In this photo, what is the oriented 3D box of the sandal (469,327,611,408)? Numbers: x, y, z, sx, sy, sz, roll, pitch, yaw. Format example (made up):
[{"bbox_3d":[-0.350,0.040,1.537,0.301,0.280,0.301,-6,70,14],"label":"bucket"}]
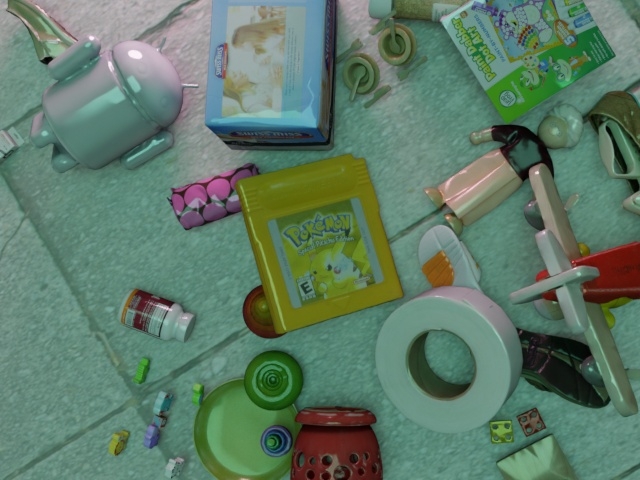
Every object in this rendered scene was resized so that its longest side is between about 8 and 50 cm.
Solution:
[{"bbox_3d":[0.453,0.251,1.889,0.302,0.086,0.120,21,69,24],"label":"sandal"}]

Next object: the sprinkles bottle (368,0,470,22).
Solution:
[{"bbox_3d":[0.278,-0.500,1.882,0.355,0.121,0.121,6,91,7],"label":"sprinkles bottle"}]

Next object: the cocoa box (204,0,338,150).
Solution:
[{"bbox_3d":[-0.091,-0.370,1.861,0.231,0.228,0.347,2,85,7],"label":"cocoa box"}]

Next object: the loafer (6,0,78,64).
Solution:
[{"bbox_3d":[-0.589,-0.430,2.009,0.268,0.102,0.092,40,90,5],"label":"loafer"}]

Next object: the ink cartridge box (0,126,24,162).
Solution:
[{"bbox_3d":[-0.710,-0.213,2.065,0.083,0.028,0.048,-40,86,6],"label":"ink cartridge box"}]

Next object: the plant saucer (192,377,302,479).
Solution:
[{"bbox_3d":[-0.155,0.414,1.993,0.241,0.037,0.241,0,90,8],"label":"plant saucer"}]

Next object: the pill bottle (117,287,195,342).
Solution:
[{"bbox_3d":[-0.351,0.165,1.992,0.152,0.086,0.086,20,93,6],"label":"pill bottle"}]

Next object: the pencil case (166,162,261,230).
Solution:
[{"bbox_3d":[-0.215,-0.098,1.971,0.209,0.095,0.098,-18,73,5],"label":"pencil case"}]

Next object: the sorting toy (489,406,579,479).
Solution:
[{"bbox_3d":[0.446,0.475,1.907,0.132,0.046,0.275,-30,87,7],"label":"sorting toy"}]

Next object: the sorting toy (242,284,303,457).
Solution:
[{"bbox_3d":[-0.104,0.263,1.911,0.127,0.126,0.366,-4,79,3],"label":"sorting toy"}]

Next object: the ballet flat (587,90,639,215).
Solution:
[{"bbox_3d":[0.631,-0.134,1.831,0.124,0.116,0.342,-25,86,-22],"label":"ballet flat"}]

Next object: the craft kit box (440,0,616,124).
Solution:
[{"bbox_3d":[0.403,-0.397,1.803,0.246,0.061,0.250,-32,101,20],"label":"craft kit box"}]

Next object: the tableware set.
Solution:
[{"bbox_3d":[0.114,-0.369,1.897,0.194,0.039,0.128,-34,88,38],"label":"tableware set"}]

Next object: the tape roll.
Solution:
[{"bbox_3d":[0.257,0.236,1.857,0.286,0.100,0.286,6,102,27],"label":"tape roll"}]

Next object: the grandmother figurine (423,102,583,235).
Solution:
[{"bbox_3d":[0.391,-0.150,1.883,0.342,0.104,0.208,-38,94,9],"label":"grandmother figurine"}]

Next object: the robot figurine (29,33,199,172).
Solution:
[{"bbox_3d":[-0.438,-0.285,1.940,0.353,0.200,0.300,-30,127,7],"label":"robot figurine"}]

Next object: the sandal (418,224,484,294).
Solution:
[{"bbox_3d":[0.292,0.091,1.911,0.102,0.076,0.265,-28,88,30],"label":"sandal"}]

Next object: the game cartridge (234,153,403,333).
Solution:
[{"bbox_3d":[0.000,0.000,1.901,0.285,0.052,0.324,-15,89,-19],"label":"game cartridge"}]

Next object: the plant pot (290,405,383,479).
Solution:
[{"bbox_3d":[0.035,0.432,1.895,0.191,0.191,0.174,1,83,8],"label":"plant pot"}]

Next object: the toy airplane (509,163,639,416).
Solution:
[{"bbox_3d":[0.494,0.091,1.757,0.384,0.272,0.386,37,55,-13],"label":"toy airplane"}]

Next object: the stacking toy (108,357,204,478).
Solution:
[{"bbox_3d":[-0.353,0.385,1.994,0.167,0.052,0.221,18,93,21],"label":"stacking toy"}]
